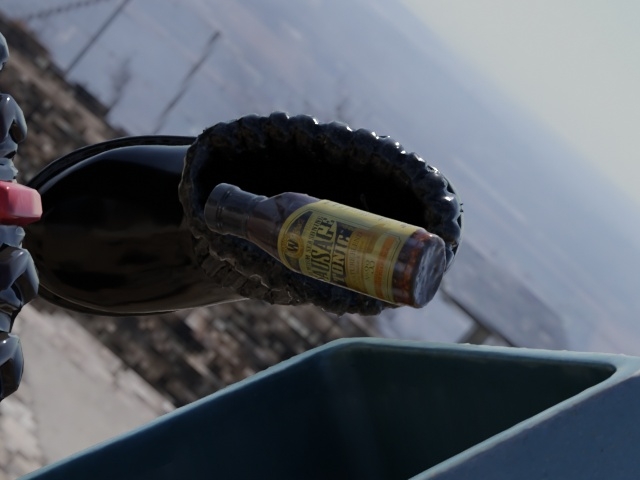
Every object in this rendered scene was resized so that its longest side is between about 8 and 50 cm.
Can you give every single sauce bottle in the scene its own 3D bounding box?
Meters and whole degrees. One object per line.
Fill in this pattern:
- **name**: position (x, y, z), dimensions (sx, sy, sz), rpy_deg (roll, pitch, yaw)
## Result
- **sauce bottle**: position (0.000, 0.000, 0.926), dimensions (0.128, 0.042, 0.042), rpy_deg (15, -5, 27)

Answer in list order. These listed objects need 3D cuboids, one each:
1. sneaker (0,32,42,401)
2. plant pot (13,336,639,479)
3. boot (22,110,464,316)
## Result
- **sneaker**: position (-0.126, 0.045, 0.291), dimensions (0.125, 0.262, 0.104), rpy_deg (3, -7, 17)
- **plant pot**: position (0.015, 0.205, 0.820), dimensions (0.247, 0.248, 0.252), rpy_deg (-2, -72, 57)
- **boot**: position (-0.072, -0.013, 1.203), dimensions (0.260, 0.348, 0.131), rpy_deg (-14, 99, -81)
